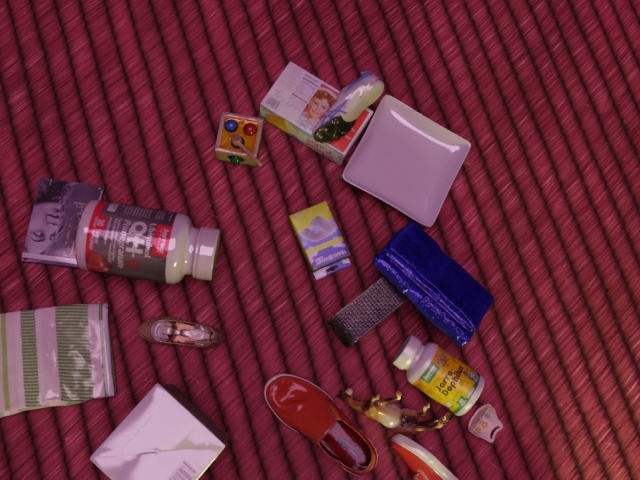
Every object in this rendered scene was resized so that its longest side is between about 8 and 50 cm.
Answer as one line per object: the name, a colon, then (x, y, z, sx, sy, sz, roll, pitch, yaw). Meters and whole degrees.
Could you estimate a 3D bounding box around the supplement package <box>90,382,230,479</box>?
supplement package: (-0.340, 0.456, 1.456, 0.198, 0.263, 0.199, 41, 77, 4)

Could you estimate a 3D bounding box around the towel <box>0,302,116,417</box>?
towel: (-0.667, 0.285, 1.586, 0.324, 0.038, 0.248, -8, 76, -5)

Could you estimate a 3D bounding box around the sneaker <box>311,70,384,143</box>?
sneaker: (0.061, -0.341, 1.692, 0.237, 0.085, 0.086, -44, 58, -11)

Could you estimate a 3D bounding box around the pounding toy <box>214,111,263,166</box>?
pounding toy: (-0.205, -0.255, 1.720, 0.130, 0.100, 0.141, 9, 76, -2)

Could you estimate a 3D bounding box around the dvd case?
dvd case: (-0.653, -0.044, 1.672, 0.164, 0.018, 0.221, 8, 76, -4)

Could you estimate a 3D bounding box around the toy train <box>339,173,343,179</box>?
toy train: (0.089, -0.185, 1.769, 0.083, 0.024, 0.017, -22, 80, -11)

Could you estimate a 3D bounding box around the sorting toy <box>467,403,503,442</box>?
sorting toy: (0.415, 0.462, 1.639, 0.075, 0.045, 0.083, 41, 76, -3)

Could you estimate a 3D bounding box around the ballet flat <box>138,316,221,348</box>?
ballet flat: (-0.346, 0.223, 1.611, 0.206, 0.067, 0.073, 5, 77, -4)

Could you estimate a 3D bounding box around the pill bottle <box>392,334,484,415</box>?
pill bottle: (0.286, 0.326, 1.618, 0.208, 0.117, 0.118, 35, 76, 4)

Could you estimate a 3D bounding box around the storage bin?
storage bin: (0.114, 0.177, 1.635, 0.180, 0.122, 0.084, -37, 82, -12)

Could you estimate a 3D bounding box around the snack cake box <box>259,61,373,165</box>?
snack cake box: (-0.013, -0.339, 1.764, 0.264, 0.089, 0.152, 32, 74, 3)

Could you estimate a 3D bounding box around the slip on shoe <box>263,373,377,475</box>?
slip on shoe: (0.004, 0.438, 1.576, 0.331, 0.101, 0.123, 40, 78, 6)

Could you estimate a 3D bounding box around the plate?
plate: (0.229, -0.211, 1.765, 0.277, 0.045, 0.278, 29, 75, -6)

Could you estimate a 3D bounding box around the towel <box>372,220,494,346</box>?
towel: (0.293, 0.095, 1.641, 0.308, 0.076, 0.227, 44, 42, 3)

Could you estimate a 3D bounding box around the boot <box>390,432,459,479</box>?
boot: (0.227, 0.596, 1.568, 0.244, 0.088, 0.176, 43, 78, 2)

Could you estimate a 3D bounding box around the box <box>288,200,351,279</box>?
box: (0.000, 0.000, 1.709, 0.109, 0.042, 0.178, -23, 79, -10)

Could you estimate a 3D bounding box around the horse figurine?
horse figurine: (0.184, 0.414, 1.583, 0.263, 0.174, 0.066, 23, 57, -13)

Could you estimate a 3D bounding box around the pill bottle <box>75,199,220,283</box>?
pill bottle: (-0.411, 0.010, 1.598, 0.318, 0.176, 0.176, 9, 76, -5)
